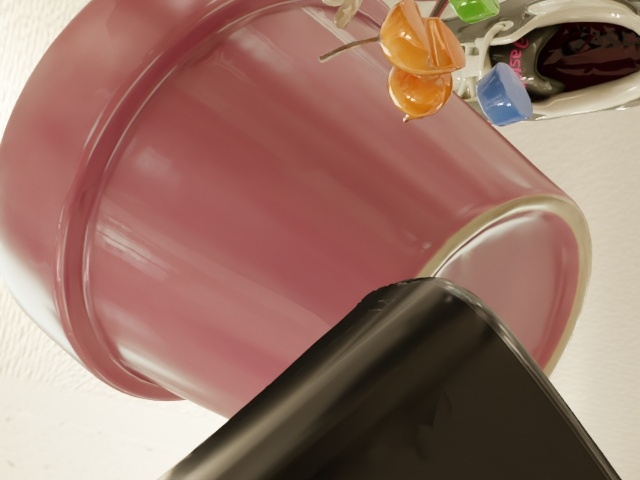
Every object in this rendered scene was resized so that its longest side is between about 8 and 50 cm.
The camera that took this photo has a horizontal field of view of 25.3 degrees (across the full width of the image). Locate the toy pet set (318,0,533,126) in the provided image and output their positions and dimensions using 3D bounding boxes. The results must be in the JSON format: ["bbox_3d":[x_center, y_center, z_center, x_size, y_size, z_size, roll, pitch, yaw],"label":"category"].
[{"bbox_3d":[-0.018,-0.081,0.341,0.114,0.065,0.122,24,-135,-49],"label":"toy pet set"}]

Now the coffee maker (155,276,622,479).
[{"bbox_3d":[-0.022,0.087,0.339,0.178,0.120,0.171,-38,-65,-18],"label":"coffee maker"}]

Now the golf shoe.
[{"bbox_3d":[0.089,-0.114,0.850,0.272,0.120,0.105,-7,-77,12],"label":"golf shoe"}]

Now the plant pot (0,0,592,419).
[{"bbox_3d":[0.000,0.000,0.578,0.180,0.201,0.201,33,-109,36],"label":"plant pot"}]
